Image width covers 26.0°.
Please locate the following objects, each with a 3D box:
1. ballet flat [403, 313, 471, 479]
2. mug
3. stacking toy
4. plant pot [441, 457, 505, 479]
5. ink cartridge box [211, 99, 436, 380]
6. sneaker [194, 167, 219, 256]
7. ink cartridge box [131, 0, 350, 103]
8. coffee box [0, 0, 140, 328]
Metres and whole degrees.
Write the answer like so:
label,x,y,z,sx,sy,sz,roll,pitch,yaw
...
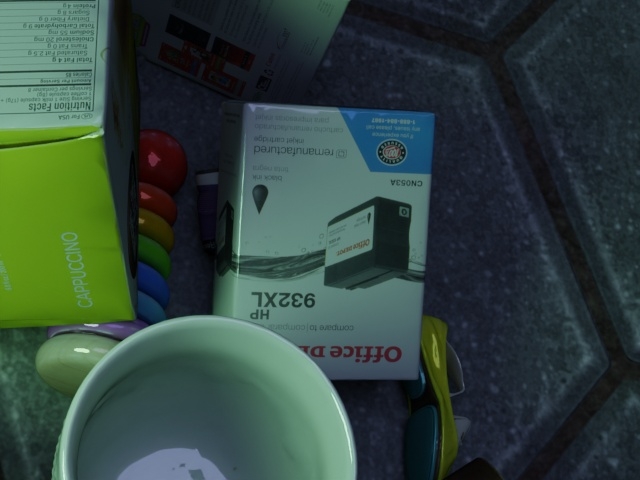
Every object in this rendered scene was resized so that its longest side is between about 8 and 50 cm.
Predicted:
label,x,y,z,sx,sy,sz,roll,pitch,yaw
ballet flat,0.138,0.195,1.639,0.077,0.077,0.230,6,65,-28
mug,-0.131,0.298,1.383,0.276,0.328,0.374,0,70,-15
stacking toy,-0.216,0.018,1.588,0.141,0.141,0.330,16,61,-8
plant pot,0.114,0.380,1.499,0.230,0.215,0.215,-23,76,-10
ink cartridge box,0.000,0.000,1.573,0.223,0.129,0.307,2,97,-16
sneaker,-0.012,-0.029,1.686,0.283,0.107,0.124,-3,90,-16
ink cartridge box,-0.105,-0.307,1.637,0.272,0.309,0.130,23,65,-5
coffee box,-0.362,-0.128,1.414,0.338,0.337,0.334,-2,55,-3
